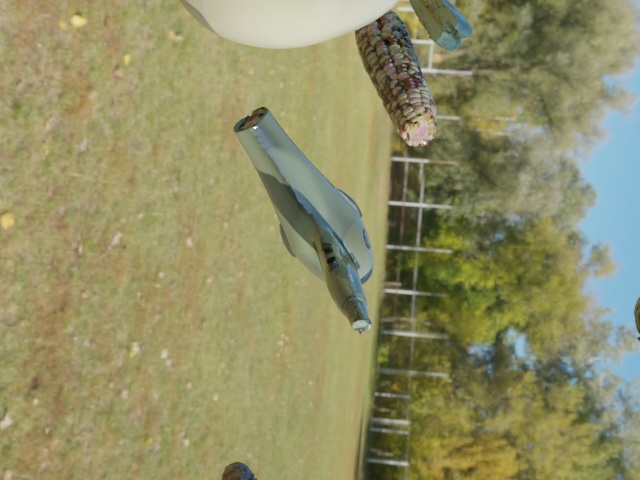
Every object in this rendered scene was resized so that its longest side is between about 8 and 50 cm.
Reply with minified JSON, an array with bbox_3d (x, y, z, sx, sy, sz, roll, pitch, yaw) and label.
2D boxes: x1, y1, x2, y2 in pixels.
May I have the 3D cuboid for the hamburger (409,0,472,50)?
[{"bbox_3d":[0.198,-0.357,1.272,0.054,0.084,0.121,-49,-121,29],"label":"hamburger"}]

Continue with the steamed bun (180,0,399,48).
[{"bbox_3d":[-0.020,-0.349,0.913,0.324,0.324,0.206,-80,158,-48],"label":"steamed bun"}]

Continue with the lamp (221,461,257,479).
[{"bbox_3d":[-0.117,0.446,1.123,0.223,0.151,0.215,-44,122,-16],"label":"lamp"}]

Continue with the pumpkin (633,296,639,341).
[{"bbox_3d":[0.768,0.205,1.693,0.238,0.159,0.238,47,23,-27],"label":"pumpkin"}]

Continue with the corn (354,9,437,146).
[{"bbox_3d":[0.124,-0.268,1.268,0.092,0.092,0.280,88,-13,-52],"label":"corn"}]

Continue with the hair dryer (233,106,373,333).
[{"bbox_3d":[-0.017,-0.028,0.773,0.219,0.088,0.225,57,7,-8],"label":"hair dryer"}]
